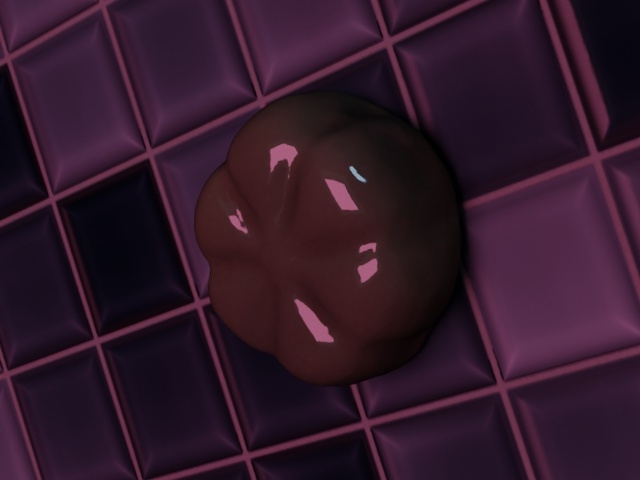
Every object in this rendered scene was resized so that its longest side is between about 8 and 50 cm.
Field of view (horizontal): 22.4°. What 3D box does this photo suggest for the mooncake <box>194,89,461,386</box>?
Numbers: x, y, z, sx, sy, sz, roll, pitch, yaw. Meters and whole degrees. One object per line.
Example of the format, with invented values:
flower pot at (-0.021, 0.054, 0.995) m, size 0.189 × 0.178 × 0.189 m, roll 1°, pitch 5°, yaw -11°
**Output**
mooncake at (0.000, 0.000, 1.494) m, size 0.275 × 0.135 × 0.274 m, roll 13°, pitch 111°, yaw 38°
